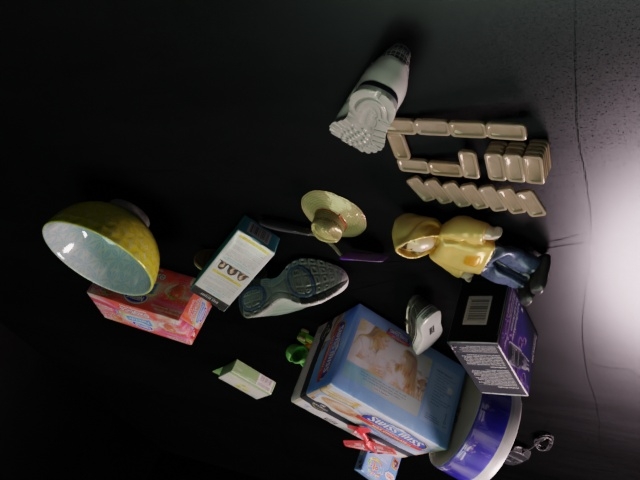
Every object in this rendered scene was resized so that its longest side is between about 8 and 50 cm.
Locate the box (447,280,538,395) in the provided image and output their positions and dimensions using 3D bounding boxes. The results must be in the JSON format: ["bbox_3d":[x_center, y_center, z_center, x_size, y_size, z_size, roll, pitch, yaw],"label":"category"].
[{"bbox_3d":[0.360,0.203,1.249,0.108,0.153,0.207,-6,138,36],"label":"box"}]

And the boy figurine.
[{"bbox_3d":[0.270,0.019,1.105,0.285,0.092,0.177,21,150,-1],"label":"boy figurine"}]

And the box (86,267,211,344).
[{"bbox_3d":[-0.486,0.169,1.738,0.299,0.142,0.154,15,147,14],"label":"box"}]

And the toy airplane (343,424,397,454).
[{"bbox_3d":[0.112,0.494,1.497,0.151,0.028,0.151,16,147,11],"label":"toy airplane"}]

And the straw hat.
[{"bbox_3d":[0.016,-0.030,1.220,0.144,0.061,0.145,16,145,12],"label":"straw hat"}]

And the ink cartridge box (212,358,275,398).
[{"bbox_3d":[-0.287,0.509,2.173,0.171,0.056,0.235,34,144,-16],"label":"ink cartridge box"}]

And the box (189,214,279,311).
[{"bbox_3d":[-0.202,0.058,1.410,0.100,0.060,0.244,34,126,-14],"label":"box"}]

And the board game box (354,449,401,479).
[{"bbox_3d":[0.201,0.671,1.948,0.039,0.212,0.160,-15,130,44],"label":"board game box"}]

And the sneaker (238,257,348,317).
[{"bbox_3d":[-0.055,0.117,1.451,0.297,0.111,0.129,-16,162,32],"label":"sneaker"}]

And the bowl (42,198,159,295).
[{"bbox_3d":[-0.508,-0.008,1.491,0.289,0.156,0.290,17,146,12],"label":"bowl"}]

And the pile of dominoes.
[{"bbox_3d":[0.241,-0.130,0.984,0.251,0.040,0.196,11,146,34],"label":"pile of dominoes"}]

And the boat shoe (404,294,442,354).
[{"bbox_3d":[0.233,0.192,1.395,0.070,0.077,0.219,48,162,30],"label":"boat shoe"}]

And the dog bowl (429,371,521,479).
[{"bbox_3d":[0.375,0.454,1.487,0.104,0.265,0.265,27,147,-2],"label":"dog bowl"}]

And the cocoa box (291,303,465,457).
[{"bbox_3d":[0.149,0.362,1.528,0.347,0.232,0.228,32,147,-12],"label":"cocoa box"}]

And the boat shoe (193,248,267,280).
[{"bbox_3d":[-0.225,0.075,1.519,0.189,0.068,0.072,16,158,12],"label":"boat shoe"}]

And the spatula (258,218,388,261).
[{"bbox_3d":[0.000,0.000,1.286,0.296,0.084,0.030,20,105,17],"label":"spatula"}]

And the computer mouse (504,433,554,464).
[{"bbox_3d":[0.601,0.602,1.770,0.071,0.041,0.242,28,140,-4],"label":"computer mouse"}]

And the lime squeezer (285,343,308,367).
[{"bbox_3d":[-0.052,0.350,1.754,0.110,0.058,0.310,58,164,1],"label":"lime squeezer"}]

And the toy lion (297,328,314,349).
[{"bbox_3d":[-0.022,0.295,1.730,0.100,0.034,0.096,26,154,-2],"label":"toy lion"}]

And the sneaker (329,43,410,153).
[{"bbox_3d":[0.080,-0.206,0.920,0.090,0.095,0.235,24,167,-9],"label":"sneaker"}]
